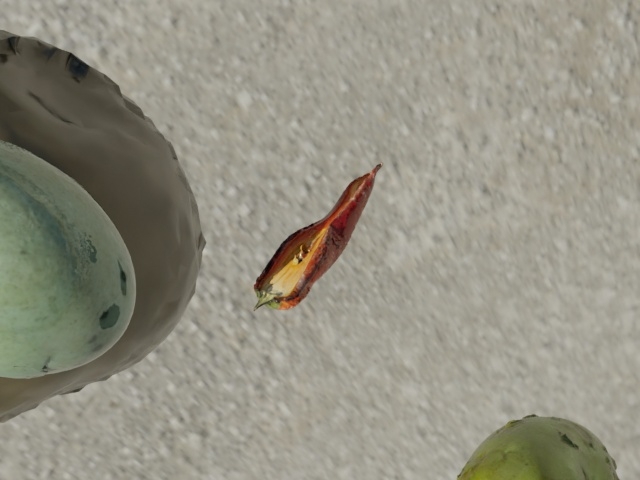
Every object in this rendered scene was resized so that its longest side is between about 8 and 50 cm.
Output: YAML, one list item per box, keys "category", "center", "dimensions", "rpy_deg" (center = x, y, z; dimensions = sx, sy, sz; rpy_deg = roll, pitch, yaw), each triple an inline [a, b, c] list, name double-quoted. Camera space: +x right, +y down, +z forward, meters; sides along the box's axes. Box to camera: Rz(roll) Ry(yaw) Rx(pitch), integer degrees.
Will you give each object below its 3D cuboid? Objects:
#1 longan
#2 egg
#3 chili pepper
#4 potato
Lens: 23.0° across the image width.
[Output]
- category: "longan"
  center: [-0.341, -0.020, 1.570]
  dimensions: [0.436, 0.404, 0.404]
  rpy_deg: [-20, 55, -32]
- category: "egg"
  center: [-0.252, 0.011, 1.189]
  dimensions: [0.236, 0.169, 0.169]
  rpy_deg: [31, 77, 3]
- category: "chili pepper"
  center: [0.000, 0.000, 1.269]
  dimensions: [0.045, 0.027, 0.178]
  rpy_deg: [15, 55, 35]
- category: "potato"
  center: [0.168, 0.233, 1.274]
  dimensions: [0.149, 0.253, 0.186]
  rpy_deg: [3, 78, 12]
